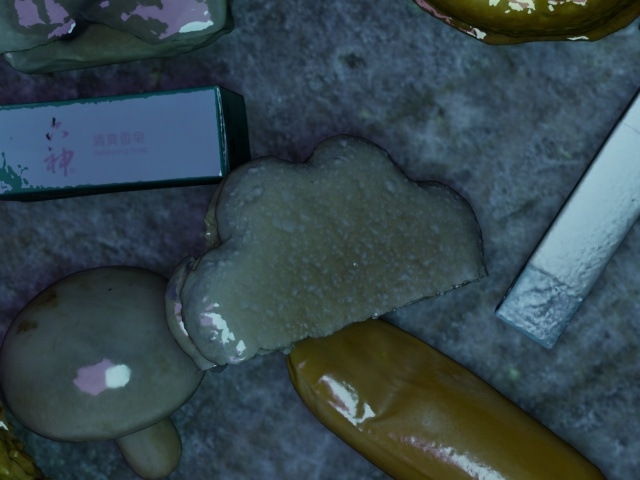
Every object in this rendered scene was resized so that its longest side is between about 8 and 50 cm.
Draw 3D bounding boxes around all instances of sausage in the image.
[{"bbox_3d":[0.114,0.183,1.761,0.354,0.116,0.134,36,65,12],"label":"sausage"}]

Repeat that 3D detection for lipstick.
[{"bbox_3d":[0.278,-0.047,1.745,0.068,0.066,0.317,33,102,5],"label":"lipstick"}]

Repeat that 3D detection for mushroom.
[{"bbox_3d":[-0.198,0.137,1.787,0.207,0.207,0.215,-17,122,7],"label":"mushroom"}]

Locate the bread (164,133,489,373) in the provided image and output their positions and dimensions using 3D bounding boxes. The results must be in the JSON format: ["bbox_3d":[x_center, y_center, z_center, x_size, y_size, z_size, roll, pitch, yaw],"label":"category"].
[{"bbox_3d":[-0.002,0.003,1.707,0.337,0.102,0.183,-16,81,-34],"label":"bread"}]

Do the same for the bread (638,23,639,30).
[{"bbox_3d":[0.335,-0.211,1.770,0.062,0.043,0.109,-6,90,6],"label":"bread"}]

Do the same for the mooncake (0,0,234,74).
[{"bbox_3d":[-0.210,-0.295,1.797,0.250,0.136,0.254,-4,95,9],"label":"mooncake"}]

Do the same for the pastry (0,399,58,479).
[{"bbox_3d":[-0.445,0.252,1.705,0.405,0.337,0.292,-10,55,39],"label":"pastry"}]

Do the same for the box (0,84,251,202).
[{"bbox_3d":[-0.199,-0.092,1.788,0.245,0.153,0.092,-5,89,6],"label":"box"}]

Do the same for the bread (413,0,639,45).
[{"bbox_3d":[0.199,-0.275,1.711,0.340,0.194,0.179,1,91,10],"label":"bread"}]
